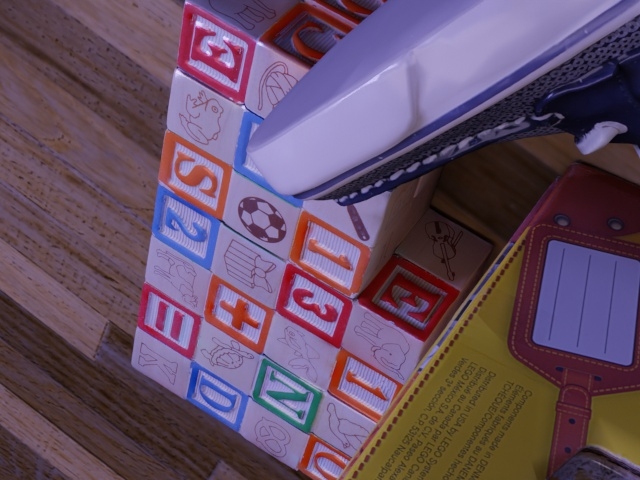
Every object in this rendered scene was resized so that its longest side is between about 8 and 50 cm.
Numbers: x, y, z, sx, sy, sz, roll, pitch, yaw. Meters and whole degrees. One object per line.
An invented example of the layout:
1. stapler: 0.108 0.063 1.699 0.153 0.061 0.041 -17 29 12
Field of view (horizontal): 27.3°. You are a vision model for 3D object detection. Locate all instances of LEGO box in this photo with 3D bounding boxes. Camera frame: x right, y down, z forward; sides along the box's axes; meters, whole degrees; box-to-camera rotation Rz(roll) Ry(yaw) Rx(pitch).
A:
1. LEGO box: 0.060 0.267 0.608 0.193 0.500 0.373 26 139 18

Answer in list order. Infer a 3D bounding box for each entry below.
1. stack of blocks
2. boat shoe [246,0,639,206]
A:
1. stack of blocks: 0.000 0.000 0.734 0.171 0.087 0.297 30 139 13
2. boat shoe: 0.137 -0.064 0.499 0.340 0.127 0.158 -29 109 33
